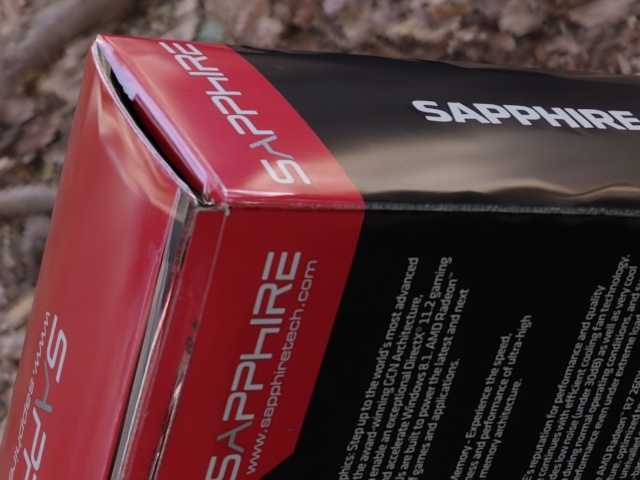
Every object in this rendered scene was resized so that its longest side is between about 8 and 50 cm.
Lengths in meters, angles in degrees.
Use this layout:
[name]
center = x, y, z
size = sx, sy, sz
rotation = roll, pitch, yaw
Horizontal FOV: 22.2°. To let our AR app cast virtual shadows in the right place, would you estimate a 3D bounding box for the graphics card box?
[graphics card box]
center = 0.085, 0.066, 0.509
size = 0.371, 0.232, 0.094
rotation = 0, 31, -30
